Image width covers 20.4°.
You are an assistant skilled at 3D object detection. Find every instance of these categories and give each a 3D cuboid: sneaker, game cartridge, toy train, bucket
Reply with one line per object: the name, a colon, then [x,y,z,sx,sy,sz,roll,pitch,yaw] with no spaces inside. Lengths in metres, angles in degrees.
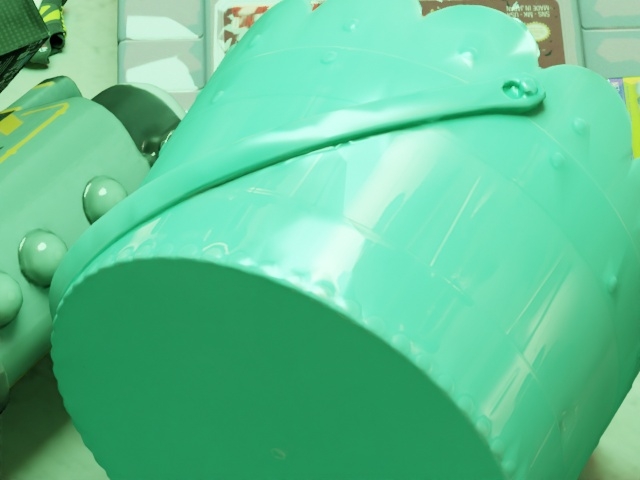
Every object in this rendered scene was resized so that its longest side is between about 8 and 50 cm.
sneaker: [-0.192,-0.149,1.253,0.035,0.031,0.083,21,46,4]
game cartridge: [0.045,-0.155,1.163,0.355,0.068,0.230,-2,64,-2]
toy train: [-0.198,0.024,0.912,0.190,0.142,0.334,-7,26,41]
bucket: [0.019,0.039,0.843,0.281,0.281,0.183,18,48,20]

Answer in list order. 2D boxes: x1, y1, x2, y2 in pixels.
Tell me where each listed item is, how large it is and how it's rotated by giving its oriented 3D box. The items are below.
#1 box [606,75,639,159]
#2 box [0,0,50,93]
box: [0.264,-0.050,1.085,0.179,0.043,0.105,-4,75,-7]
box: [-0.271,-0.076,1.053,0.184,0.191,0.045,-24,87,-29]
